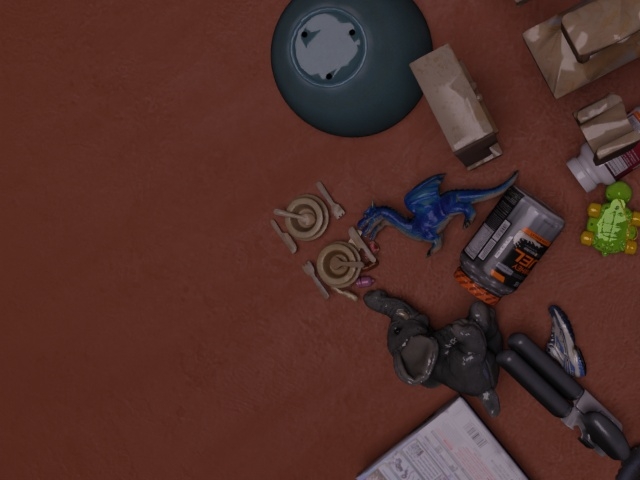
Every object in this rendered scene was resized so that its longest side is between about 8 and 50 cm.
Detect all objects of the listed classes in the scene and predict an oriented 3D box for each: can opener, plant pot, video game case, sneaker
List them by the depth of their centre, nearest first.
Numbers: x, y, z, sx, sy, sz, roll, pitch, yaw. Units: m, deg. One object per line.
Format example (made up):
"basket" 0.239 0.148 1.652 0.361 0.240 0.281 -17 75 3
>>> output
"can opener" 0.423 0.264 1.624 0.280 0.093 0.074 41 69 -7
"plant pot" 0.035 -0.322 1.627 0.290 0.195 0.290 2 97 15
"sneaker" 0.417 0.181 1.660 0.058 0.052 0.135 -20 91 20
"video game case" 0.242 0.456 1.710 0.244 0.061 0.269 -39 85 4

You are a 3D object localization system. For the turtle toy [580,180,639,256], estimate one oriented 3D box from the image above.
"turtle toy" 0.495 -0.036 1.607 0.095 0.066 0.130 13 99 11

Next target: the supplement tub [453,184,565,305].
"supplement tub" 0.320 0.011 1.631 0.117 0.117 0.190 36 104 8

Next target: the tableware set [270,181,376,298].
"tableware set" 0.000 0.000 1.736 0.128 0.039 0.194 -39 77 15

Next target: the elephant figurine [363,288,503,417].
"elephant figurine" 0.192 0.193 1.681 0.240 0.186 0.169 -7 128 25

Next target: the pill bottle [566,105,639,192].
"pill bottle" 0.492 -0.148 1.586 0.152 0.086 0.086 -36 87 16

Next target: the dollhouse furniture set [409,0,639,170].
"dollhouse furniture set" 0.368 -0.282 1.517 0.394 0.256 0.362 -27 84 11

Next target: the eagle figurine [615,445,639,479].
"eagle figurine" 0.604 0.433 1.594 0.226 0.225 0.298 42 145 46

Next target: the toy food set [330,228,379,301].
"toy food set" 0.071 0.047 1.750 0.078 0.019 0.122 28 94 9

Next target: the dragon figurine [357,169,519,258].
"dragon figurine" 0.200 -0.068 1.669 0.289 0.085 0.144 -39 86 16
